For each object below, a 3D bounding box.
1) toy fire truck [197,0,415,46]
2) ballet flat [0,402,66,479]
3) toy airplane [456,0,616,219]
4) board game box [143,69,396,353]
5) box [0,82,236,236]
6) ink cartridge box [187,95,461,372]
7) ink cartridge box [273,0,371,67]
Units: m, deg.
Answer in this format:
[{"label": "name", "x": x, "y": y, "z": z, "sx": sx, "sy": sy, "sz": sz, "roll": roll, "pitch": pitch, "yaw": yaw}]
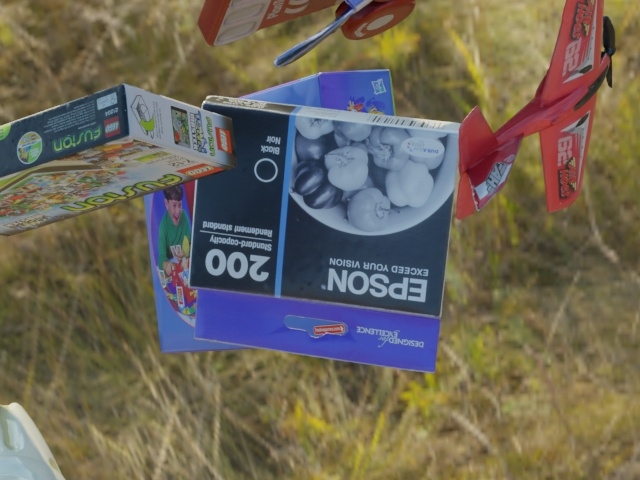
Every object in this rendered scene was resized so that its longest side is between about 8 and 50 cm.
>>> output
[{"label": "toy fire truck", "x": -0.012, "y": -0.334, "z": 1.954, "sx": 0.254, "sy": 0.302, "sz": 0.169, "roll": -22, "pitch": 81, "yaw": -18}, {"label": "ballet flat", "x": -0.204, "y": 0.182, "z": 0.961, "sx": 0.164, "sy": 0.483, "sz": 0.182, "roll": 0, "pitch": 80, "yaw": -9}, {"label": "toy airplane", "x": 0.110, "y": -0.060, "z": 0.829, "sx": 0.028, "sy": 0.151, "sz": 0.151, "roll": 26, "pitch": 61, "yaw": 27}, {"label": "board game box", "x": -0.050, "y": -0.017, "z": 1.535, "sx": 0.078, "sy": 0.347, "sz": 0.233, "roll": -6, "pitch": 89, "yaw": -34}, {"label": "box", "x": -0.171, "y": -0.049, "z": 1.077, "sx": 0.207, "sy": 0.114, "sz": 0.036, "roll": -15, "pitch": 74, "yaw": 31}, {"label": "ink cartridge box", "x": 0.000, "y": 0.000, "z": 1.286, "sx": 0.206, "sy": 0.208, "sz": 0.045, "roll": 7, "pitch": 16, "yaw": 9}, {"label": "ink cartridge box", "x": 0.083, "y": -0.217, "z": 0.918, "sx": 0.311, "sy": 0.186, "sz": 0.065, "roll": -41, "pitch": 96, "yaw": 7}]
